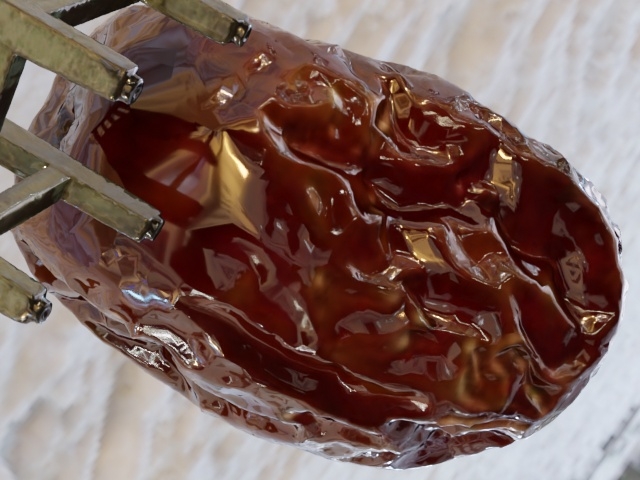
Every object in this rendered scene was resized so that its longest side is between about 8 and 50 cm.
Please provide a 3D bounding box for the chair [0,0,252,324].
[{"bbox_3d":[-0.190,-0.100,0.726,0.136,0.270,0.147,-62,171,26],"label":"chair"}]

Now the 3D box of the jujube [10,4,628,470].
[{"bbox_3d":[0.000,0.000,0.996,0.276,0.377,0.276,-50,-158,29],"label":"jujube"}]
